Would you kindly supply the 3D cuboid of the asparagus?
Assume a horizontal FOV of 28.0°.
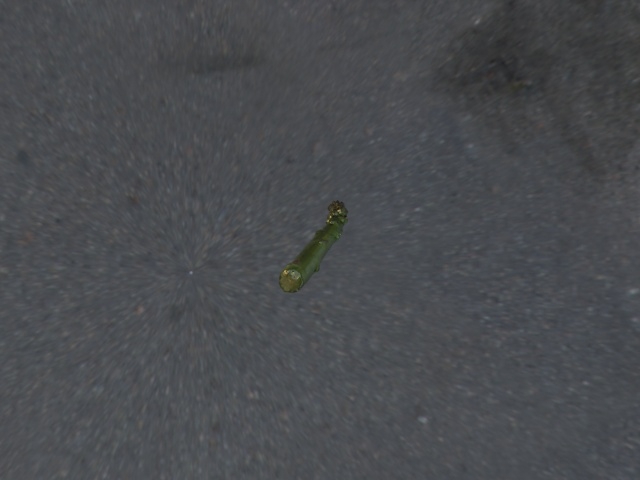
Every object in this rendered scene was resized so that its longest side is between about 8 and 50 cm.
[{"bbox_3d":[0.000,0.000,1.126,0.024,0.248,0.025,-39,96,18],"label":"asparagus"}]
